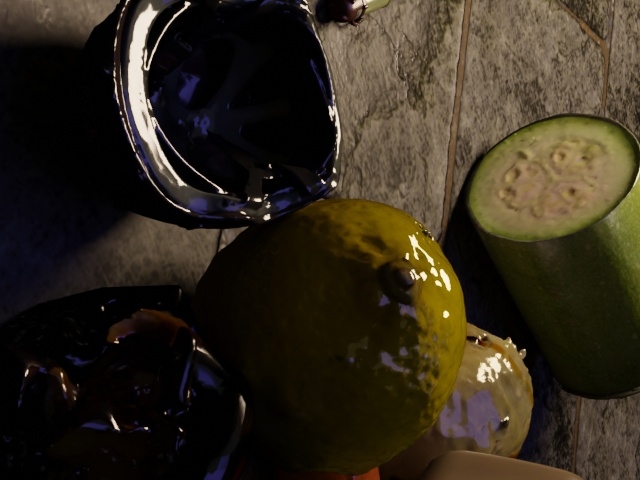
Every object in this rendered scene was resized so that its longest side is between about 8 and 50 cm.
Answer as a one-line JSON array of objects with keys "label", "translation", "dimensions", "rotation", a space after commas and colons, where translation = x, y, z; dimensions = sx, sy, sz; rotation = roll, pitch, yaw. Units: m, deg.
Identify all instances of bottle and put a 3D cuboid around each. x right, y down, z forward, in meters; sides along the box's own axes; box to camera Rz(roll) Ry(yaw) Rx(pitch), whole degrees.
[{"label": "bottle", "translation": [0.044, -0.292, 1.450], "dimensions": [0.101, 0.047, 0.063], "rotation": [-37, 109, -45]}]

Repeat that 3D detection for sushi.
[{"label": "sushi", "translation": [-0.171, 0.167, 0.985], "dimensions": [0.227, 0.212, 0.215], "rotation": [-21, 106, -55]}]

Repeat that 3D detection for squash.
[{"label": "squash", "translation": [0.398, 0.031, 1.776], "dimensions": [0.384, 0.263, 0.263], "rotation": [58, 46, -39]}]

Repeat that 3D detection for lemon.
[{"label": "lemon", "translation": [0.009, 0.092, 1.156], "dimensions": [0.268, 0.322, 0.268], "rotation": [4, 81, -27]}]

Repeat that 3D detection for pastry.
[{"label": "pastry", "translation": [0.177, 0.236, 1.534], "dimensions": [0.256, 0.170, 0.236], "rotation": [-28, 110, -47]}]

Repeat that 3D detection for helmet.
[{"label": "helmet", "translation": [-0.126, -0.118, 1.085], "dimensions": [0.305, 0.177, 0.225], "rotation": [-2, 86, -48]}]

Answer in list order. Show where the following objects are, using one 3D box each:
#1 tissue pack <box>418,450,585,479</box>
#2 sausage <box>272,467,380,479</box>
[{"label": "tissue pack", "translation": [0.193, 0.460, 1.404], "dimensions": [0.277, 0.267, 0.387], "rotation": [-64, 162, -45]}, {"label": "sausage", "translation": [0.008, 0.306, 1.319], "dimensions": [0.133, 0.133, 0.258], "rotation": [-10, 100, -55]}]
